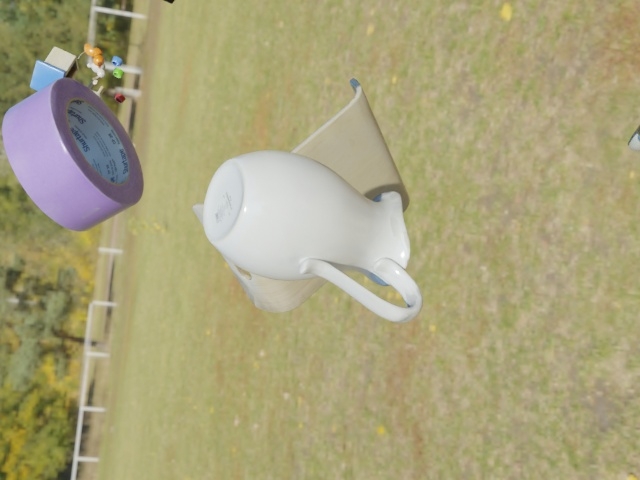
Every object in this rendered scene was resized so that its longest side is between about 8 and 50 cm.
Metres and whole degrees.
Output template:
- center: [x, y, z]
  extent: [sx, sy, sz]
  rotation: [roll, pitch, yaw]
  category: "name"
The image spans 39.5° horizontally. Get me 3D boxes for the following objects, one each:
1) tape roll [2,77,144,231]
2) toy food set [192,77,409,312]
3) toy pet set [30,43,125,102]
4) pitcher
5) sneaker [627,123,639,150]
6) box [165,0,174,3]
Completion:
- center: [-0.321, -0.112, 1.172]
  extent: [0.189, 0.080, 0.189]
  rotation: [55, -163, -26]
  category: "tape roll"
- center: [-0.017, -0.064, 1.298]
  extent: [0.092, 0.306, 0.219]
  rotation: [29, 155, 47]
  category: "toy food set"
- center: [-0.337, -0.219, 1.238]
  extent: [0.122, 0.114, 0.065]
  rotation: [115, 180, -69]
  category: "toy pet set"
- center: [0.000, 0.000, 0.878]
  extent: [0.125, 0.207, 0.177]
  rotation: [-56, 38, 28]
  category: "pitcher"
- center: [0.476, -0.144, 1.130]
  extent: [0.107, 0.118, 0.279]
  rotation: [-59, -12, 8]
  category: "sneaker"
- center: [-0.112, -0.304, 0.770]
  extent: [0.162, 0.029, 0.116]
  rotation: [-41, 66, 22]
  category: "box"
